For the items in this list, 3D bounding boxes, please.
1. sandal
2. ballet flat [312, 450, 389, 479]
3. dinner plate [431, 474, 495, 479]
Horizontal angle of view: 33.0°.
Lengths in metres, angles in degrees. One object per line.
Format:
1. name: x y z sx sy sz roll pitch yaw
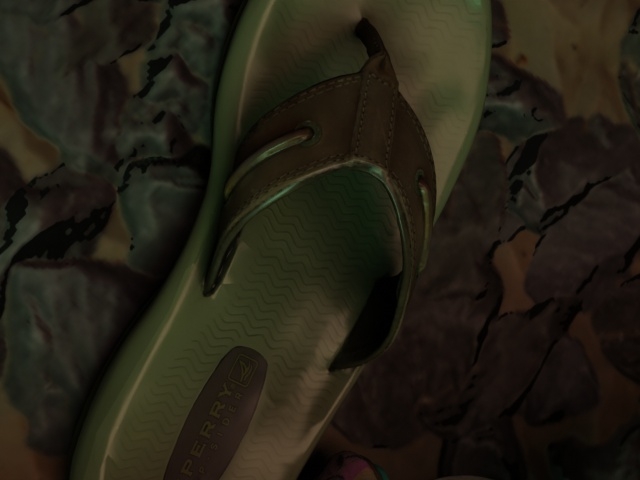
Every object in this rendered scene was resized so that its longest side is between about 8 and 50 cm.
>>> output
1. sandal: 0.001 0.002 0.432 0.120 0.086 0.302 24 83 -23
2. ballet flat: -0.021 0.197 0.443 0.079 0.077 0.221 6 94 -20
3. dinner plate: 0.063 0.182 0.509 0.141 0.017 0.141 -1 92 -25
